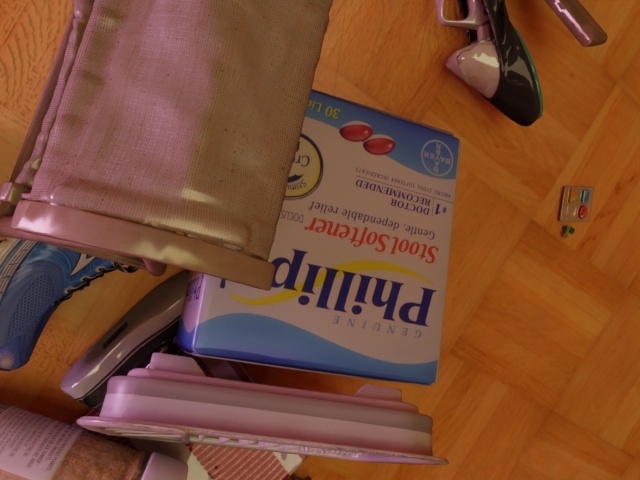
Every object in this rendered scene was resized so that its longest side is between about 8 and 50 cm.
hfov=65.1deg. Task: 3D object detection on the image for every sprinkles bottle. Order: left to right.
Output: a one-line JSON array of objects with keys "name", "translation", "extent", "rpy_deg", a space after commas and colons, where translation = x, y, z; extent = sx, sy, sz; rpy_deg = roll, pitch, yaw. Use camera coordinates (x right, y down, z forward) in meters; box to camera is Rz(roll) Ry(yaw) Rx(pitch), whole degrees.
[{"name": "sprinkles bottle", "translation": [-0.335, 0.252, 0.556], "extent": [0.356, 0.121, 0.121], "rpy_deg": [24, 94, -9]}]

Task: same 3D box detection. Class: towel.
[{"name": "towel", "translation": [-0.210, 0.299, 0.657], "extent": [0.329, 0.037, 0.237], "rpy_deg": [-37, 95, -9]}]

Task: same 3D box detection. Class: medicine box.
[{"name": "medicine box", "translation": [0.000, 0.000, 0.576], "extent": [0.264, 0.149, 0.288], "rpy_deg": [12, 77, -19]}]

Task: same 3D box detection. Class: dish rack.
[{"name": "dish rack", "translation": [-0.061, 0.191, 0.544], "extent": [0.333, 0.285, 0.072], "rpy_deg": [11, 64, -9]}]

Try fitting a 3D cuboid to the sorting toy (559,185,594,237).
[{"name": "sorting toy", "translation": [0.411, -0.045, 0.805], "extent": [0.062, 0.012, 0.083], "rpy_deg": [0, 101, -17]}]

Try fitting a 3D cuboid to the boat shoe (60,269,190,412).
[{"name": "boat shoe", "translation": [-0.212, 0.122, 0.625], "extent": [0.219, 0.078, 0.070], "rpy_deg": [-41, 119, -3]}]

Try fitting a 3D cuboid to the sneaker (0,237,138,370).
[{"name": "sneaker", "translation": [-0.255, 0.007, 0.556], "extent": [0.147, 0.130, 0.329], "rpy_deg": [32, 91, -18]}]

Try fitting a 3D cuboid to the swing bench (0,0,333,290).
[{"name": "swing bench", "translation": [-0.134, -0.106, 0.406], "extent": [0.165, 0.255, 0.253], "rpy_deg": [20, 77, -33]}]

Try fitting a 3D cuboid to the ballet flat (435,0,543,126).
[{"name": "ballet flat", "translation": [0.206, -0.276, 0.660], "extent": [0.096, 0.095, 0.280], "rpy_deg": [-18, 96, -2]}]

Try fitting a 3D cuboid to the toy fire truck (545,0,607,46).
[{"name": "toy fire truck", "translation": [0.351, -0.391, 0.653], "extent": [0.217, 0.158, 0.246], "rpy_deg": [-12, 116, -15]}]

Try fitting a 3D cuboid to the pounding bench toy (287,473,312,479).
[{"name": "pounding bench toy", "translation": [-0.050, 0.390, 0.738], "extent": [0.065, 0.052, 0.083], "rpy_deg": [33, 91, -21]}]
